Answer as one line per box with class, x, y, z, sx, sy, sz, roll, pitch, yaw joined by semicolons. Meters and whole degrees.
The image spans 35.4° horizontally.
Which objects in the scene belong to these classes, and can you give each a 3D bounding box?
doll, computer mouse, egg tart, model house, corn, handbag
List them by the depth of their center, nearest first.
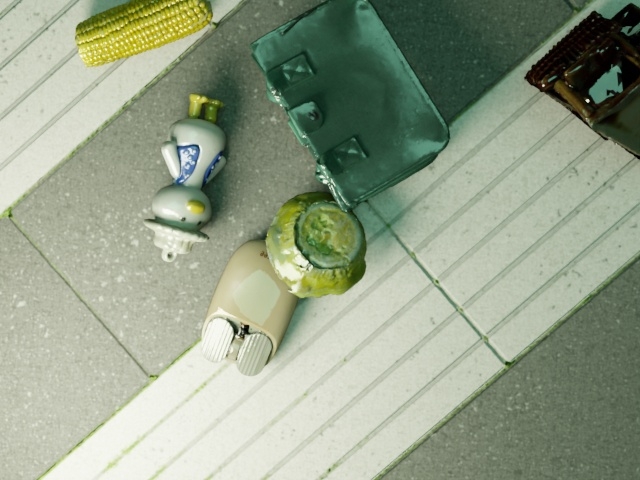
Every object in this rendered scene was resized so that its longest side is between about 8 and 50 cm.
model house;0.513;-0.305;1.658;0.317;0.297;0.282;-42;48;7
handbag;0.051;-0.239;1.707;0.238;0.089;0.326;-31;88;-12
egg tart;0.000;0.000;1.725;0.197;0.078;0.197;6;70;-15
doll;-0.229;-0.105;1.736;0.119;0.138;0.293;15;90;40
corn;-0.307;-0.373;1.736;0.244;0.093;0.093;-22;92;2
computer mouse;-0.119;0.116;1.762;0.145;0.082;0.236;24;92;-1
